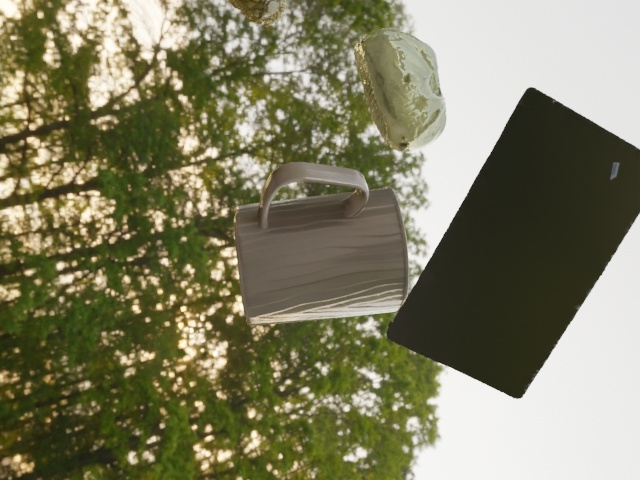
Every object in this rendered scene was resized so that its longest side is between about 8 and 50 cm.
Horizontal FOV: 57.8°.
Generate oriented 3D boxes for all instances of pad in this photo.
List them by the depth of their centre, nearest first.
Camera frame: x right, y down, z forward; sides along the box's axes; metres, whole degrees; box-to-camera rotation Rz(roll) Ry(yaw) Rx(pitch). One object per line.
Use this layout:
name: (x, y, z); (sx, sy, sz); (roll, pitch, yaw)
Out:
pad: (0.191, 0.011, 0.545); (0.265, 0.159, 0.009); (-62, -171, 10)

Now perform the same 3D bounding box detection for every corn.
corn: (-0.141, -0.492, 1.146); (0.288, 0.086, 0.087); (53, -40, 46)

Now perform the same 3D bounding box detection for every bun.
bun: (0.173, -0.312, 1.191); (0.259, 0.160, 0.259); (-22, 90, -90)

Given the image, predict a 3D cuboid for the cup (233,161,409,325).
cup: (0.002, 0.018, 0.939); (0.288, 0.273, 0.208); (102, -18, -72)
